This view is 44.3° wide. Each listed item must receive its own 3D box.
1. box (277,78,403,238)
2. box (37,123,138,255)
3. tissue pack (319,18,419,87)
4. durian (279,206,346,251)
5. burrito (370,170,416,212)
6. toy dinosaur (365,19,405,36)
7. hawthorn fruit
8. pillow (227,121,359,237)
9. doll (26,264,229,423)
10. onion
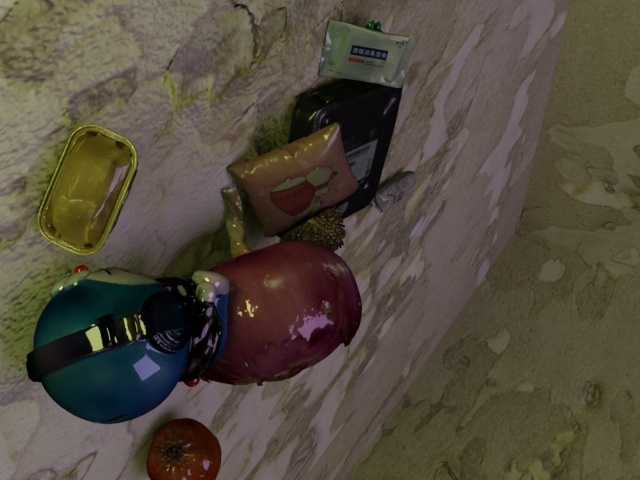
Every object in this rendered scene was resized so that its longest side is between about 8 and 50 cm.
[{"bbox_3d":[0.043,-0.187,1.741,0.359,0.091,0.350,-29,139,-45],"label":"box"},{"bbox_3d":[-0.320,-0.070,1.096,0.177,0.111,0.111,-67,157,4],"label":"box"},{"bbox_3d":[0.096,-0.380,1.615,0.193,0.026,0.122,4,128,-18],"label":"tissue pack"},{"bbox_3d":[0.000,0.000,1.641,0.148,0.091,0.188,-33,174,12],"label":"durian"},{"bbox_3d":[0.207,-0.140,2.181,0.203,0.064,0.064,-38,145,-45],"label":"burrito"},{"bbox_3d":[0.118,-0.407,1.672,0.132,0.096,0.059,-41,168,31],"label":"toy dinosaur"},{"bbox_3d":[-0.282,0.473,1.694,0.165,0.165,0.285,-58,172,-15],"label":"hawthorn fruit"},{"bbox_3d":[-0.043,-0.118,1.544,0.236,0.084,0.223,-26,144,-5],"label":"pillow"},{"bbox_3d":[-0.290,0.149,1.202,0.310,0.284,0.240,3,68,-61],"label":"doll"},{"bbox_3d":[-0.103,0.124,1.507,0.358,0.359,0.344,80,-1,-53],"label":"onion"}]
